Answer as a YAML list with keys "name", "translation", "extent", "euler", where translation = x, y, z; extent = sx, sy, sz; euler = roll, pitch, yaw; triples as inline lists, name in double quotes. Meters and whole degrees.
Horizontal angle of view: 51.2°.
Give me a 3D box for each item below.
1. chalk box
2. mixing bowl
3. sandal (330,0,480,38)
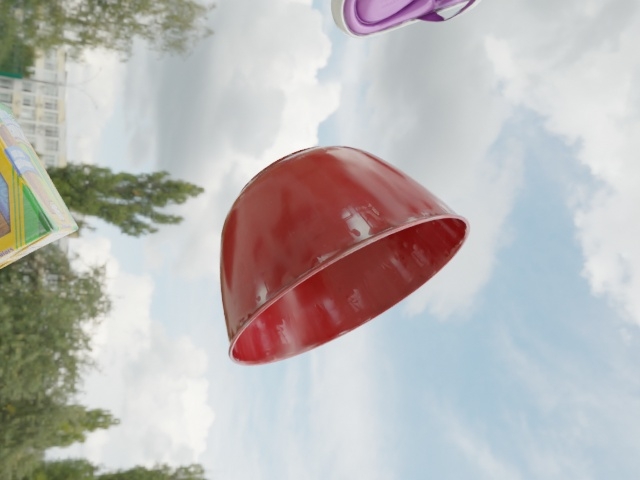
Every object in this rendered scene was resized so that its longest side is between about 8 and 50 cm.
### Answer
- name: "chalk box"
  translation: [-0.378, -0.074, 0.709]
  extent: [0.213, 0.132, 0.132]
  euler: [63, -5, -7]
- name: "mixing bowl"
  translation: [0.000, 0.000, 0.465]
  extent: [0.098, 0.181, 0.181]
  euler: [60, -40, 21]
- name: "sandal"
  translation: [0.216, -0.429, 1.078]
  extent: [0.102, 0.416, 0.169]
  euler: [56, -6, 41]
